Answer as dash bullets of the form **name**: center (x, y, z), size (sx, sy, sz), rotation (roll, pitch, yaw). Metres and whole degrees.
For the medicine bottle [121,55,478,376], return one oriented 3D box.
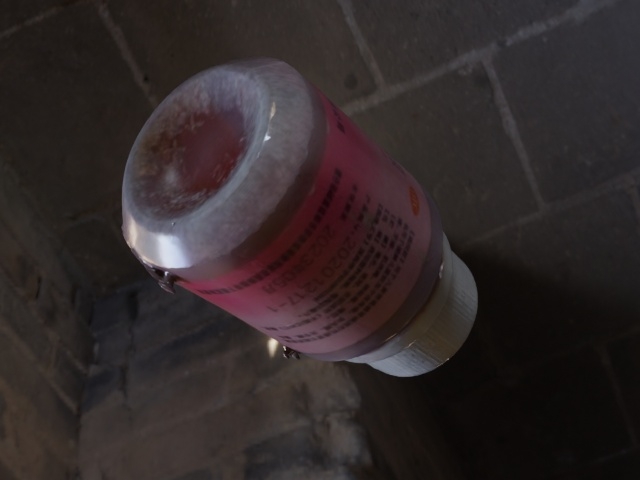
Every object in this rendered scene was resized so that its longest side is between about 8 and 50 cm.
- **medicine bottle**: center (0.000, 0.000, 0.628), size (0.147, 0.147, 0.247), rotation (-35, 138, 18)
